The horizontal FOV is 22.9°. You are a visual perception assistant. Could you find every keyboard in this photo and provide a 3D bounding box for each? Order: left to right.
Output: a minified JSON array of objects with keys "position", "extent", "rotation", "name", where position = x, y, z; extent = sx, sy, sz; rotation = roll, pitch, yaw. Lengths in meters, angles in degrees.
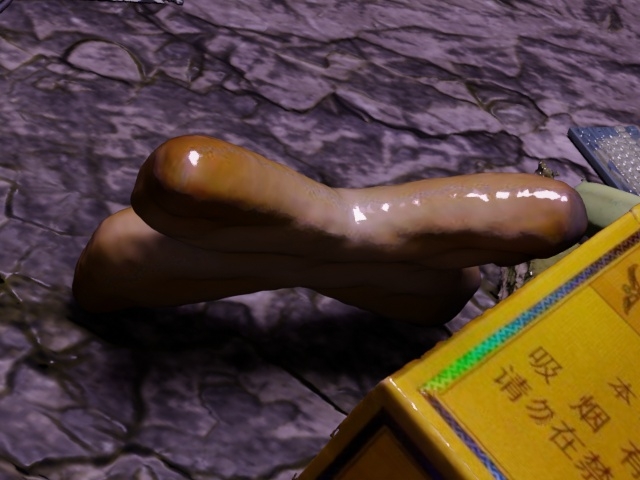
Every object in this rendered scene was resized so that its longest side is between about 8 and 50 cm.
[{"position":[0.221,-0.022,1.011],"extent":[0.055,0.014,0.176],"rotation":[-1,38,-24],"name":"keyboard"}]

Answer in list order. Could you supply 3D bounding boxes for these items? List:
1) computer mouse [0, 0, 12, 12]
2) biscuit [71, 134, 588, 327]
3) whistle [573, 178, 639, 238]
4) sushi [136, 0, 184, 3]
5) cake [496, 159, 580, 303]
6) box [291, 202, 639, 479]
[{"position":[-0.292,-0.166,0.916],"extent":[0.232,0.057,0.120],"rotation":[21,33,6],"name":"computer mouse"},{"position":[0.000,-0.001,0.742],"extent":[0.207,0.164,0.047],"rotation":[6,66,-23],"name":"biscuit"},{"position":[0.269,0.051,0.859],"extent":[0.294,0.141,0.141],"rotation":[10,29,21],"name":"whistle"},{"position":[-0.164,-0.204,1.063],"extent":[0.120,0.026,0.126],"rotation":[-3,39,-31],"name":"sushi"},{"position":[0.116,0.006,0.877],"extent":[0.055,0.051,0.140],"rotation":[11,37,-17],"name":"cake"},{"position":[0.153,0.097,0.697],"extent":[0.193,0.084,0.301],"rotation":[49,40,11],"name":"box"}]
